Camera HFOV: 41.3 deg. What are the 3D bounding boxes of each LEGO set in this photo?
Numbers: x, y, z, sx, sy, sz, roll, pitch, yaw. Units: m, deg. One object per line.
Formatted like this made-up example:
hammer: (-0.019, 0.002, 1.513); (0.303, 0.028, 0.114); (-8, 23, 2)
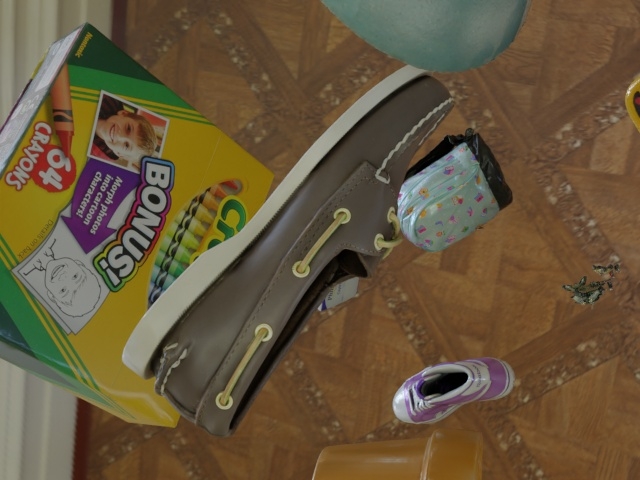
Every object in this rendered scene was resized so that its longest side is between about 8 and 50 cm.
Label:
LEGO set: (0.288, 0.051, 0.892); (0.054, 0.083, 0.023); (9, 120, 60)

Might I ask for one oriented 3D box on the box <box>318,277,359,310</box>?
box: (-0.007, 0.010, 1.246); (0.137, 0.072, 0.126); (39, 134, 38)

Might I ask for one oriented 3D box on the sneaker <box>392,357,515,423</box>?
sneaker: (0.203, 0.277, 1.588); (0.282, 0.161, 0.102); (-34, 62, 42)

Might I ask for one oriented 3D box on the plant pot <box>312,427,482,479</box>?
plant pot: (0.089, 0.320, 1.003); (0.188, 0.205, 0.205); (3, 99, 13)

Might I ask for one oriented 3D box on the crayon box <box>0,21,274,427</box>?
crayon box: (-0.245, -0.010, 0.998); (0.106, 0.313, 0.362); (-9, 53, 46)

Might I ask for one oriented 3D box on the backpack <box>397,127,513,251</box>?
backpack: (0.203, -0.069, 1.347); (0.182, 0.115, 0.152); (-31, 123, 5)

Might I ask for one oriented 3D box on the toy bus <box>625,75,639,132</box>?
toy bus: (0.383, -0.132, 0.749); (0.130, 0.333, 0.108); (-39, 72, 46)

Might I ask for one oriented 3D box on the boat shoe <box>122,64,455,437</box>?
boat shoe: (0.000, 0.000, 0.636); (0.097, 0.116, 0.324); (40, 75, 11)

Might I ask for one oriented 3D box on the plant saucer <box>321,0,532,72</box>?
plant saucer: (0.054, -0.180, 0.410); (0.037, 0.195, 0.194); (-15, 90, 52)
